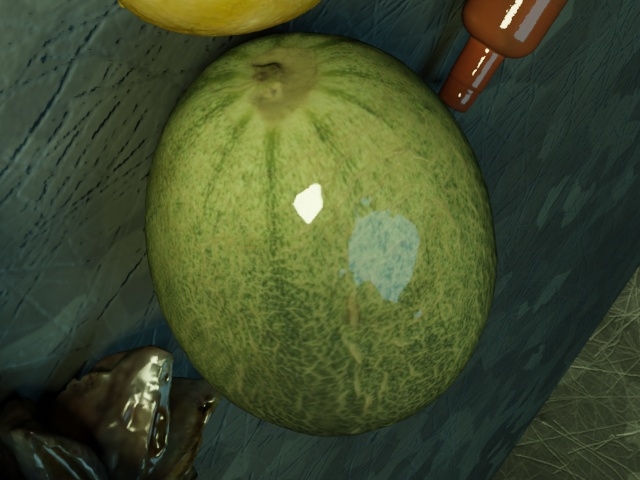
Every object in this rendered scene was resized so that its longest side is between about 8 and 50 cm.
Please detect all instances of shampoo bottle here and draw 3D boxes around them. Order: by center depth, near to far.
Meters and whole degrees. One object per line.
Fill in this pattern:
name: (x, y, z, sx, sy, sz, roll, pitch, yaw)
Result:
shampoo bottle: (0.182, -0.226, 0.973, 0.085, 0.085, 0.244, -3, 130, -59)

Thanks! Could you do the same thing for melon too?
melon: (0.000, 0.000, 0.770, 0.248, 0.248, 0.329, -40, 145, -23)

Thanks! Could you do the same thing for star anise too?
star anise: (-0.208, 0.215, 0.870, 0.331, 0.117, 0.331, -49, 159, -27)

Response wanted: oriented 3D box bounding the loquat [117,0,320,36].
loquat: (-0.051, -0.175, 0.560, 0.163, 0.163, 0.137, -40, 133, -24)
